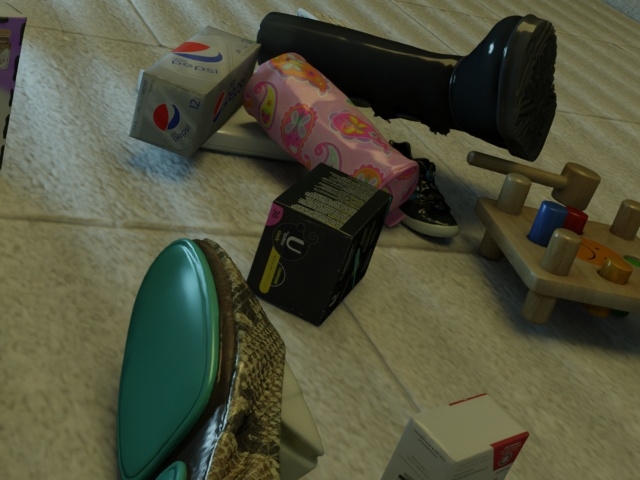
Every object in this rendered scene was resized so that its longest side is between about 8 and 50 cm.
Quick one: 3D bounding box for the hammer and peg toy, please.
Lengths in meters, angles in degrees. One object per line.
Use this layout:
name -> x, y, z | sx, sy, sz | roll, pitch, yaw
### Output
hammer and peg toy -> 0.339, 0.001, 1.437 | 0.266, 0.127, 0.361 | 11, 23, -16

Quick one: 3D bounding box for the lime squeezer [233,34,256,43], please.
lime squeezer -> -0.086, -0.318, 1.889 | 0.110, 0.059, 0.310 | -27, 43, -13

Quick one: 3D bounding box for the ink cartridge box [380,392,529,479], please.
ink cartridge box -> 0.100, 0.202, 0.862 | 0.099, 0.135, 0.056 | -8, 39, -42

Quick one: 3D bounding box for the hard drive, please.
hard drive -> -0.114, -0.185, 1.597 | 0.307, 0.040, 0.203 | 7, 28, -23

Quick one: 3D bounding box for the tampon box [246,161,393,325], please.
tampon box -> 0.000, 0.000, 1.211 | 0.101, 0.120, 0.161 | 25, 26, 11

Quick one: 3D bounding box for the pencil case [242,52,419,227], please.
pencil case -> 0.015, -0.140, 1.463 | 0.284, 0.124, 0.124 | 45, 34, 22

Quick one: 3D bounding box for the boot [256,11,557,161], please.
boot -> 0.111, -0.266, 1.533 | 0.445, 0.146, 0.367 | 22, -11, 18

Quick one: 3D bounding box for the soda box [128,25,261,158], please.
soda box -> -0.169, -0.216, 1.463 | 0.091, 0.098, 0.286 | 20, 27, 4

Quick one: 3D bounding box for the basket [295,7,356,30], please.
basket -> 0.021, -0.343, 1.918 | 0.103, 0.113, 0.167 | 2, 30, -35

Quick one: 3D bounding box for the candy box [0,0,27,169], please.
candy box -> -0.434, -0.173, 1.174 | 0.165, 0.196, 0.070 | -9, 36, -45

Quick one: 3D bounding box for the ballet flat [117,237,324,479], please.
ballet flat -> -0.073, 0.190, 0.787 | 0.182, 0.164, 0.483 | 33, 26, -22

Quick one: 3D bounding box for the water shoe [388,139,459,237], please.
water shoe -> 0.137, -0.078, 1.506 | 0.073, 0.080, 0.203 | 1, 31, -32
